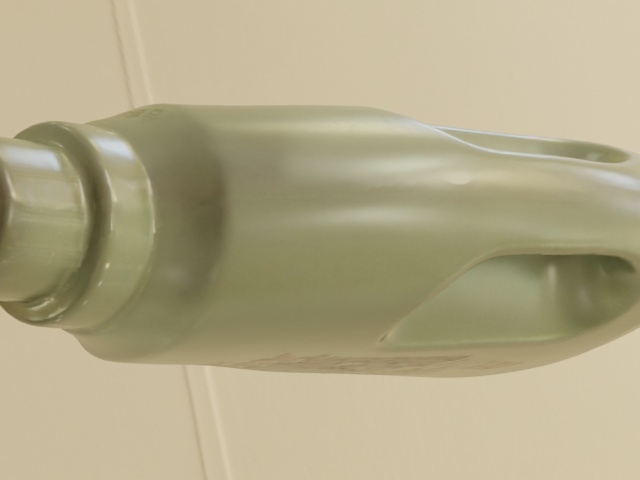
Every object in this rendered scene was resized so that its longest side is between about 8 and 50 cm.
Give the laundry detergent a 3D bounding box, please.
[{"bbox_3d":[0.000,0.000,0.658,0.264,0.397,0.125,-11,-101,38],"label":"laundry detergent"}]
